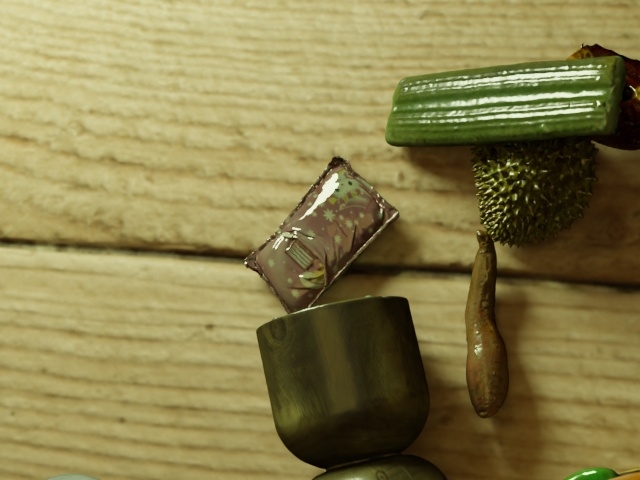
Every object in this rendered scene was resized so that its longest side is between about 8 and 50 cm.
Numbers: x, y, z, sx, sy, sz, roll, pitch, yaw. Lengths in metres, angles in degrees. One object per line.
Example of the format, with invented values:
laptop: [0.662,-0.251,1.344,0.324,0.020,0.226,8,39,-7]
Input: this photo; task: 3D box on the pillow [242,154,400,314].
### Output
pillow: [0.000,0.000,1.747,0.185,0.043,0.118,-46,68,1]

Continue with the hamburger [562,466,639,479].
hamburger: [0.358,0.402,1.472,0.395,0.277,0.396,-2,82,13]

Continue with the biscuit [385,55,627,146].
biscuit: [0.196,-0.155,1.646,0.322,0.038,0.099,1,69,43]

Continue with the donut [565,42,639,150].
donut: [0.332,-0.158,1.649,0.140,0.140,0.059,36,135,17]

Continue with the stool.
stool: [0.039,0.207,1.634,0.179,0.179,0.264,-15,78,12]

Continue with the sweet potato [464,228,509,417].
sweet potato: [0.188,0.096,1.680,0.050,0.050,0.214,-4,80,14]

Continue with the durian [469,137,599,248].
durian: [0.241,-0.101,1.671,0.146,0.102,0.208,-6,77,19]

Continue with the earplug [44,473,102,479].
earplug: [-0.233,0.412,1.691,0.214,0.175,0.325,-43,83,11]
